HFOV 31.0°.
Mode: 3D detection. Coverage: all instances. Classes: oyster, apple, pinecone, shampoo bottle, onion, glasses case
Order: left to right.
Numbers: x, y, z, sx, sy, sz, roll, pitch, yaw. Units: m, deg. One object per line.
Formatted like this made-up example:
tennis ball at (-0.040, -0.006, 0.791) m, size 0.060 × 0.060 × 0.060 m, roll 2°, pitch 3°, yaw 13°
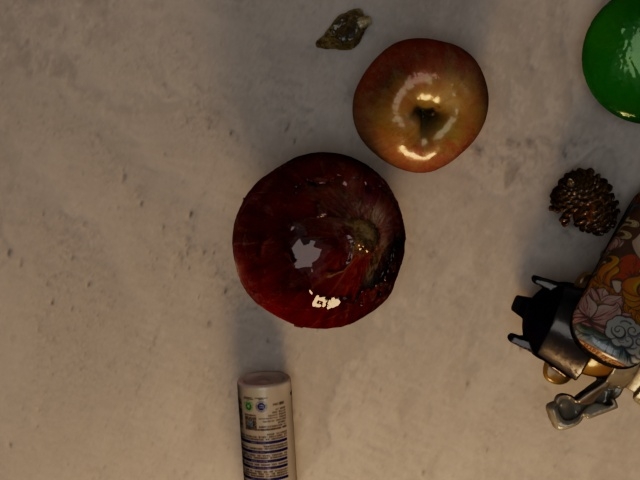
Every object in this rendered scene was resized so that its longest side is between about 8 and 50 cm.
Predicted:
shampoo bottle at (-0.084, 0.375, 1.930) m, size 0.092 × 0.092 × 0.303 m, roll -3°, pitch 101°, yaw 8°
onion at (0.000, 0.000, 1.779) m, size 0.276 × 0.276 × 0.276 m, roll 1°, pitch 101°, yaw 7°
oyster at (0.037, -0.325, 1.813) m, size 0.051 × 0.034 × 0.093 m, roll 45°, pitch 107°, yaw 5°
apple at (0.151, -0.205, 1.756) m, size 0.210 × 0.164 × 0.209 m, roll 0°, pitch 111°, yaw 1°
pinecone at (0.411, -0.055, 1.781) m, size 0.109 × 0.102 × 0.102 m, roll 44°, pitch 103°, yaw -2°
glasses case at (0.477, 0.049, 1.723) m, size 0.122 × 0.082 × 0.321 m, roll 30°, pitch 62°, yaw 7°

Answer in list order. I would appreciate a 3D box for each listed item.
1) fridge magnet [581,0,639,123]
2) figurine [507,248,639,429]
fridge magnet at (0.498, -0.278, 1.733) m, size 0.208 × 0.088 × 0.208 m, roll 1°, pitch 100°, yaw 7°
figurine at (0.439, 0.151, 1.794) m, size 0.309 × 0.143 × 0.308 m, roll 3°, pitch 69°, yaw -8°
